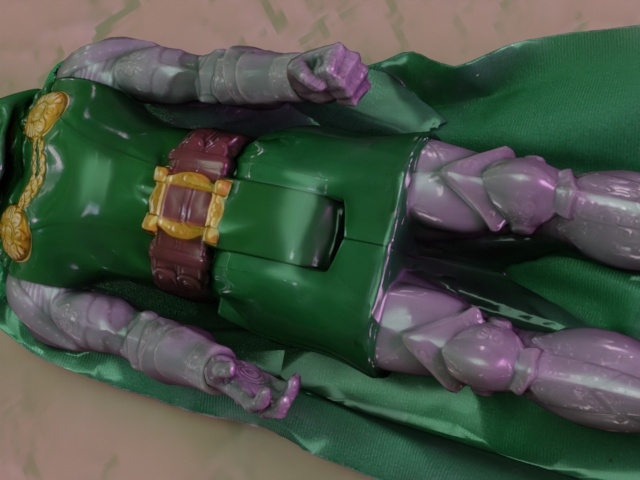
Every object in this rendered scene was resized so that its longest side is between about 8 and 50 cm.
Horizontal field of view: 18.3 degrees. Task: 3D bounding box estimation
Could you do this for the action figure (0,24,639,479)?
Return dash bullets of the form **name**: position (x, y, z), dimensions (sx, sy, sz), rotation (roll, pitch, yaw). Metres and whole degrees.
- **action figure**: position (0.000, 0.000, 0.445), dimensions (0.232, 0.063, 0.137), rotation (10, 83, 24)
